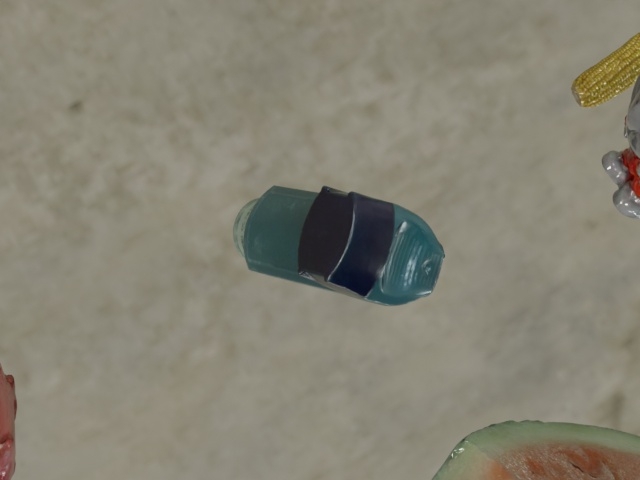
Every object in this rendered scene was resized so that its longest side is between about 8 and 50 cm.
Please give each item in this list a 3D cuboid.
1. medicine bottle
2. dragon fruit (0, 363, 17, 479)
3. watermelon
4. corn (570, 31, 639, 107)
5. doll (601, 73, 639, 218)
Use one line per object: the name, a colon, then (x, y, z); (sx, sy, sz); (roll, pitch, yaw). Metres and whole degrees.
medicine bottle: (0.000, 0.000, 1.590); (0.124, 0.258, 0.079); (16, 88, -29)
dragon fruit: (-0.273, 0.083, 1.227); (0.163, 0.261, 0.189); (-53, 135, -14)
watermelon: (0.220, 0.238, 1.482); (0.292, 0.250, 0.283); (-12, 141, 43)
corn: (0.259, -0.147, 1.688); (0.092, 0.037, 0.037); (-32, 147, -9)
doll: (0.219, -0.070, 1.207); (0.079, 0.094, 0.180); (-7, 158, -14)
